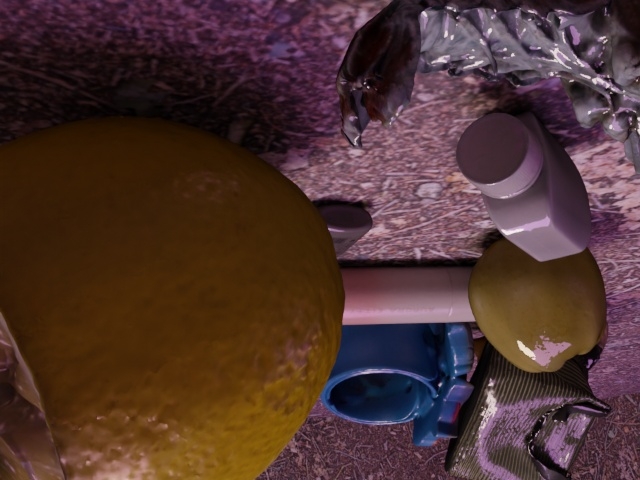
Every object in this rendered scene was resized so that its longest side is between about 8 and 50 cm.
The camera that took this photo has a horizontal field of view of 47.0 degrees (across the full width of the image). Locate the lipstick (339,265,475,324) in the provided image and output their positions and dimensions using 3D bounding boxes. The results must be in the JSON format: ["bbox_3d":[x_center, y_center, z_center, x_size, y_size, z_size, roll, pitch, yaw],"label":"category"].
[{"bbox_3d":[0.145,0.082,1.119,0.327,0.087,0.087,0,161,-11],"label":"lipstick"}]

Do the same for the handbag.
[{"bbox_3d":[0.400,0.325,1.433,0.240,0.247,0.340,17,119,8],"label":"handbag"}]

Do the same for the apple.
[{"bbox_3d":[0.299,0.079,1.013,0.200,0.200,0.200,-4,161,-1],"label":"apple"}]

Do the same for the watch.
[{"bbox_3d":[0.143,0.240,1.407,0.274,0.241,0.305,10,138,-7],"label":"watch"}]

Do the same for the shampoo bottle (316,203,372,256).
[{"bbox_3d":[0.000,0.000,0.919,0.080,0.040,0.165,2,161,-21],"label":"shampoo bottle"}]

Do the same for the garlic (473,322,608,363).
[{"bbox_3d":[0.489,0.222,1.544,0.196,0.151,0.338,27,145,-35],"label":"garlic"}]

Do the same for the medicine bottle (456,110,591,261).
[{"bbox_3d":[0.192,-0.054,0.681,0.069,0.119,0.183,-15,158,30],"label":"medicine bottle"}]

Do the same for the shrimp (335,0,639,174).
[{"bbox_3d":[0.218,-0.111,0.490,0.411,0.166,0.221,11,162,-6],"label":"shrimp"}]

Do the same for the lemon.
[{"bbox_3d":[-0.139,0.057,0.627,0.364,0.364,0.364,-4,161,-1],"label":"lemon"}]
